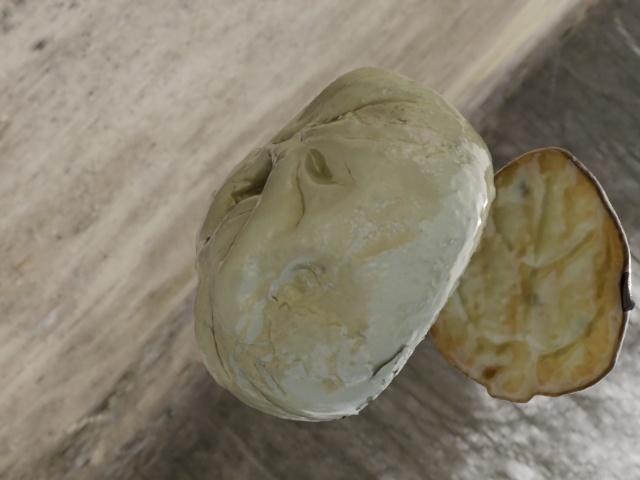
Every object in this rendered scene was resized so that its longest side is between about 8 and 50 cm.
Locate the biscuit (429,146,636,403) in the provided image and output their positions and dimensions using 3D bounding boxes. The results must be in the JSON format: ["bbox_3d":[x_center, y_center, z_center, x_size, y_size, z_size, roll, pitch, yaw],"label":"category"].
[{"bbox_3d":[0.209,0.036,1.185,0.041,0.203,0.260,-24,124,-69],"label":"biscuit"}]

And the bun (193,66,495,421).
[{"bbox_3d":[0.000,0.000,1.149,0.359,0.211,0.359,-54,-167,18],"label":"bun"}]
